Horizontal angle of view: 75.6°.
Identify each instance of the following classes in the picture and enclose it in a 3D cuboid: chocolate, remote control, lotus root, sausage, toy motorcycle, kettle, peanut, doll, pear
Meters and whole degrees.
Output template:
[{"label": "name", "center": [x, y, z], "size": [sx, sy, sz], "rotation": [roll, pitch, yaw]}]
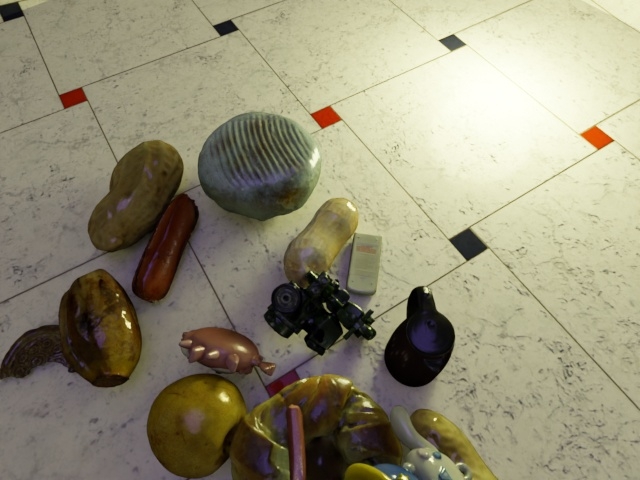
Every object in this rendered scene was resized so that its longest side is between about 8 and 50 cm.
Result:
[{"label": "chocolate", "center": [0.000, 0.000, 1.157], "size": [0.134, 0.134, 0.309], "rotation": [27, 62, 15]}, {"label": "remote control", "center": [0.125, 0.066, 1.172], "size": [0.087, 0.029, 0.190], "rotation": [7, 61, 5]}, {"label": "lotus root", "center": [-0.540, 0.220, 1.007], "size": [0.193, 0.193, 0.291], "rotation": [-25, 67, -13]}, {"label": "sausage", "center": [-0.047, 0.392, 0.797], "size": [0.035, 0.030, 0.147], "rotation": [0, 58, -8]}, {"label": "toy motorcycle", "center": [0.003, 0.192, 1.025], "size": [0.275, 0.127, 0.205], "rotation": [44, 89, -5]}, {"label": "sausage", "center": [-0.436, 0.014, 1.163], "size": [0.102, 0.102, 0.331], "rotation": [11, 62, 6]}, {"label": "kettle", "center": [0.238, 0.223, 0.967], "size": [0.143, 0.232, 0.202], "rotation": [5, 60, 2]}, {"label": "peanut", "center": [0.293, 0.503, 0.860], "size": [0.147, 0.148, 0.319], "rotation": [-29, 68, -15]}, {"label": "doll", "center": [0.178, 0.483, 0.713], "size": [0.311, 0.160, 0.242], "rotation": [34, 25, 30]}, {"label": "pear", "center": [-0.270, 0.389, 0.897], "size": [0.208, 0.209, 0.209], "rotation": [0, 60, 0]}, {"label": "doll", "center": [-0.221, 0.259, 0.966], "size": [0.261, 0.211, 0.093], "rotation": [16, 85, 17]}, {"label": "peanut", "center": [-0.541, -0.137, 1.210], "size": [0.192, 0.170, 0.387], "rotation": [12, 61, 13]}]

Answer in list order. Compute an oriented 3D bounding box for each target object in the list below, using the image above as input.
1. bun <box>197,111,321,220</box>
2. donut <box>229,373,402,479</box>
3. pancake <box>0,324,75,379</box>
[{"label": "bun", "center": [-0.174, -0.212, 1.227], "size": [0.361, 0.211, 0.362], "rotation": [-1, 59, 2]}, {"label": "donut", "center": [-0.007, 0.465, 0.870], "size": [0.359, 0.170, 0.361], "rotation": [1, 59, -1]}, {"label": "pancake", "center": [-0.713, 0.300, 1.048], "size": [0.190, 0.020, 0.184], "rotation": [-39, 68, -19]}]
